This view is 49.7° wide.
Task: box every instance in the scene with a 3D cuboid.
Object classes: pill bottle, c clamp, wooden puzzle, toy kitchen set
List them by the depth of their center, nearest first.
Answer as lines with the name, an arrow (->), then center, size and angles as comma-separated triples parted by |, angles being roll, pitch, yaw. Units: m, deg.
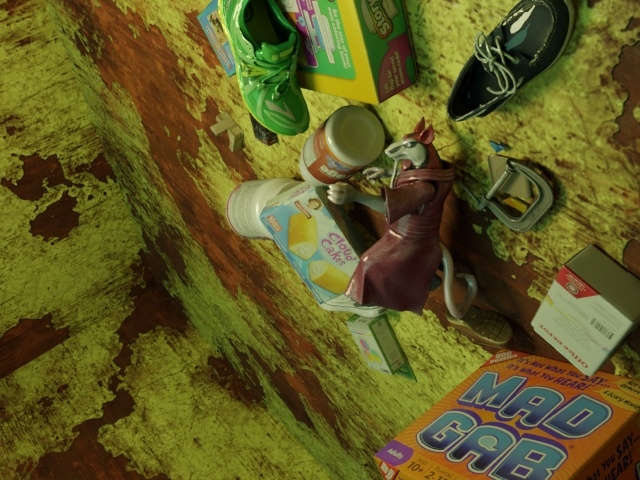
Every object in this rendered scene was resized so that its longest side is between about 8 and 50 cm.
c clamp -> 0.296, -0.076, 1.099 | 0.137, 0.022, 0.160 | 50, 153, 9
wooden puzzle -> 0.301, -0.102, 1.101 | 0.079, 0.014, 0.116 | 27, 142, 43
pill bottle -> 0.033, -0.179, 1.390 | 0.121, 0.121, 0.216 | 58, 157, -1
pill bottle -> -0.121, -0.079, 1.760 | 0.283, 0.160, 0.160 | 3, 123, 62
toy kitchen set -> -0.263, -0.290, 1.891 | 0.083, 0.068, 0.075 | 51, 156, 16

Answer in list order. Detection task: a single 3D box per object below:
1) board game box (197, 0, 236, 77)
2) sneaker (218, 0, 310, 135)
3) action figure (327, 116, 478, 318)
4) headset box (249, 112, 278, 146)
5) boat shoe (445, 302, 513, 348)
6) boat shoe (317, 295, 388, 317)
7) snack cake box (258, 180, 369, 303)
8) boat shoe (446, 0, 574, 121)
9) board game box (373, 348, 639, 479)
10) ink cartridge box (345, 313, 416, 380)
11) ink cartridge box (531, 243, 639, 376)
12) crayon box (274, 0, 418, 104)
board game box -> -0.193, -0.471, 1.557 | 0.210, 0.047, 0.160 | -2, 119, 63
sneaker -> -0.092, -0.313, 1.216 | 0.123, 0.109, 0.295 | 25, 143, 57
action figure -> 0.165, -0.030, 1.205 | 0.276, 0.248, 0.370 | 21, 126, 15
headset box -> -0.140, -0.276, 1.715 | 0.062, 0.032, 0.083 | 35, 146, 41
boat shoe -> 0.318, 0.174, 1.357 | 0.060, 0.064, 0.178 | 62, 163, -23
boat shoe -> 0.074, 0.128, 1.751 | 0.258, 0.095, 0.084 | 2, 118, 50
snack cake box -> 0.000, 0.000, 1.575 | 0.152, 0.089, 0.264 | -25, 113, 23
boat shoe -> 0.247, -0.245, 0.945 | 0.095, 0.079, 0.254 | 56, 156, 5
board game box -> 0.385, 0.457, 1.201 | 0.356, 0.357, 0.356 | 4, 123, 61
ink cartridge box -> 0.157, 0.286, 1.799 | 0.109, 0.062, 0.209 | 2, 122, 61
ink cartridge box -> 0.416, 0.110, 1.066 | 0.127, 0.072, 0.175 | 45, 154, 26
crayon box -> -0.006, -0.434, 1.170 | 0.313, 0.106, 0.362 | 25, 142, 49
